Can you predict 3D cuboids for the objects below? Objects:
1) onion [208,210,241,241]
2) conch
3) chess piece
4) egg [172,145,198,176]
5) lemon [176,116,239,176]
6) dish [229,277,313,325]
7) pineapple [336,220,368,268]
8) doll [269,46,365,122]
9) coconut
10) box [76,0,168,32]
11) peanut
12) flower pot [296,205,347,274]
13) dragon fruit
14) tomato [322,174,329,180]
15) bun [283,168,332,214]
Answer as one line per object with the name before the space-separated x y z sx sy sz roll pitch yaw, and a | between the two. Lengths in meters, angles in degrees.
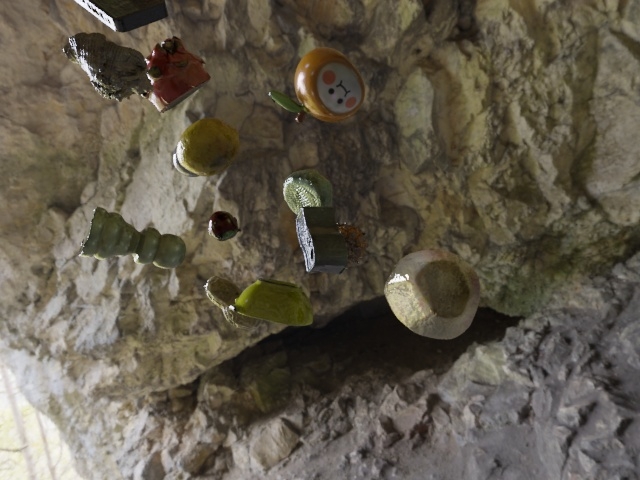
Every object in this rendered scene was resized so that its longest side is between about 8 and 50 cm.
onion | -0.345 -0.054 1.435 0.119 0.118 0.117 -20 -13 -30
conch | -0.599 -0.497 1.154 0.245 0.163 0.178 23 -50 -22
chess piece | -0.474 0.010 1.051 0.243 0.133 0.133 20 -25 -32
egg | -0.491 -0.325 1.578 0.146 0.146 0.198 -21 22 17
lemon | -0.356 -0.297 1.285 0.207 0.170 0.170 -41 -3 7
dish | -0.142 0.182 1.279 0.262 0.108 0.221 12 0 -2
pineapple | 0.094 0.029 1.656 0.225 0.224 0.076 -21 26 18
doll | 0.001 -0.425 1.169 0.236 0.213 0.213 -40 -5 12
coconut | 0.309 0.147 1.132 0.259 0.259 0.259 -21 0 0
box | -0.738 -0.875 1.465 0.211 0.350 0.058 -40 -22 -26
peanut | -0.364 0.263 1.685 0.130 0.290 0.130 -46 -4 -4
flower pot | 0.000 0.000 1.245 0.108 0.229 0.103 1 -41 -20
dragon fruit | -0.643 -0.719 1.740 0.305 0.225 0.305 -29 24 14
tomato | 0.003 -0.234 1.994 0.082 0.166 0.174 -9 21 16
bun | -0.034 -0.170 1.433 0.118 0.195 0.195 -40 12 -36
